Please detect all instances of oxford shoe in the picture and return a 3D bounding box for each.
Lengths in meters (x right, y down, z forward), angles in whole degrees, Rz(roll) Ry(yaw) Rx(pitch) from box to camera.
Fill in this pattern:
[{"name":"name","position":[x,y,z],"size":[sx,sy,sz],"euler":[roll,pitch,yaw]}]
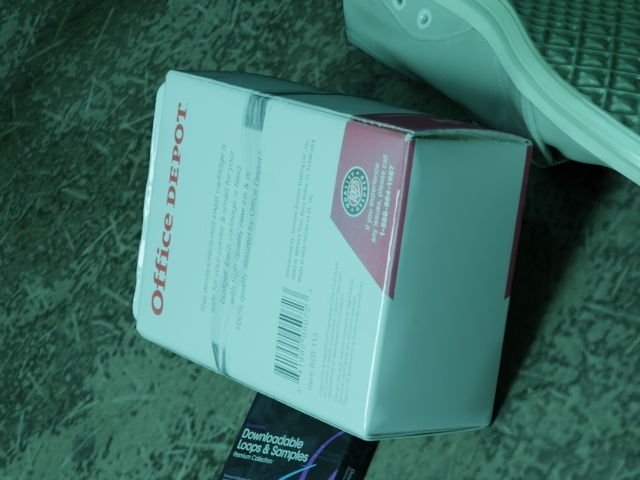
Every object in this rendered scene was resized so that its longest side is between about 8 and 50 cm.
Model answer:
[{"name":"oxford shoe","position":[0.162,-0.117,1.398],"size":[0.449,0.169,0.130],"euler":[40,132,44]}]

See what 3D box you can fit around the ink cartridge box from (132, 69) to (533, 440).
[{"name":"ink cartridge box","position":[0.000,0.000,1.401],"size":[0.283,0.117,0.207],"euler":[20,106,50]}]

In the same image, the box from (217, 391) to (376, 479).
[{"name":"box","position":[-0.032,0.189,1.419],"size":[0.116,0.029,0.162],"euler":[4,63,46]}]
